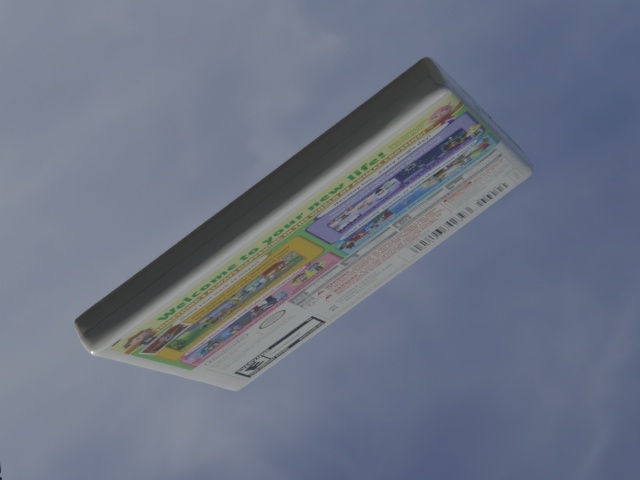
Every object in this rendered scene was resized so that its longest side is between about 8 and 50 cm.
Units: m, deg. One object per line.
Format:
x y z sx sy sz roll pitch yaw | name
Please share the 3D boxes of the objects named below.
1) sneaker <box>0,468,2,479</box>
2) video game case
-0.290 0.196 1.249 0.124 0.107 0.283 -4 -97 29 | sneaker
0.000 0.000 0.924 0.212 0.193 0.023 -36 -109 9 | video game case
